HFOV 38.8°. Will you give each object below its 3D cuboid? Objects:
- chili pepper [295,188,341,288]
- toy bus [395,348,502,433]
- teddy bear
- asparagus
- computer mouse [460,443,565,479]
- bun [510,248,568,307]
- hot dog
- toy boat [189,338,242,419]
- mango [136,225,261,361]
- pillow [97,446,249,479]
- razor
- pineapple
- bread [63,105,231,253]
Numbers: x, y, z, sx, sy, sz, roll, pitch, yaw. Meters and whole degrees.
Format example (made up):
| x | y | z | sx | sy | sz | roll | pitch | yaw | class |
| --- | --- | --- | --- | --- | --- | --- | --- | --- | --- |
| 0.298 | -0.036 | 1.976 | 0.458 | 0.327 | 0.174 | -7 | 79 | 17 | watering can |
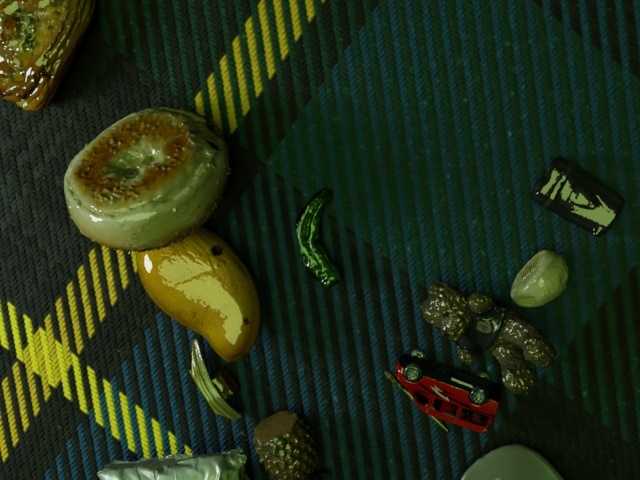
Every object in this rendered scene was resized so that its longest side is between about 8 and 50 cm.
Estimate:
| x | y | z | sx | sy | sz | roll | pitch | yaw | class |
| --- | --- | --- | --- | --- | --- | --- | --- | --- | --- |
| -0.006 | -0.002 | 1.670 | 0.073 | 0.050 | 0.182 | -6 | 93 | 19 | chili pepper |
| 0.225 | 0.271 | 1.643 | 0.195 | 0.081 | 0.089 | 19 | 109 | 7 | toy bus |
| 0.295 | 0.158 | 1.592 | 0.251 | 0.129 | 0.182 | 32 | 130 | 21 | teddy bear |
| 0.179 | 0.299 | 1.686 | 0.166 | 0.013 | 0.016 | 43 | 144 | 5 | asparagus |
| 0.385 | 0.523 | 1.609 | 0.197 | 0.095 | 0.331 | -36 | 78 | 6 | computer mouse |
| 0.384 | 0.073 | 1.574 | 0.069 | 0.115 | 0.115 | 37 | 102 | -3 | bun |
| -0.530 | -0.382 | 1.690 | 0.196 | 0.122 | 0.272 | 36 | 104 | 12 | hot dog |
| -0.203 | 0.267 | 1.733 | 0.066 | 0.065 | 0.172 | -33 | 90 | -10 | toy boat |
| -0.217 | 0.084 | 1.686 | 0.177 | 0.120 | 0.295 | -43 | 89 | 5 | mango |
| -0.244 | 0.537 | 1.736 | 0.309 | 0.138 | 0.284 | -11 | 103 | 14 | pillow |
| 0.446 | -0.073 | 1.569 | 0.148 | 0.054 | 0.090 | 33 | 102 | 5 | razor |
| -0.040 | 0.449 | 1.708 | 0.125 | 0.125 | 0.251 | -21 | 102 | 13 | pineapple |
| -0.298 | -0.101 | 1.614 | 0.305 | 0.306 | 0.159 | -7 | 137 | 12 | bread |
